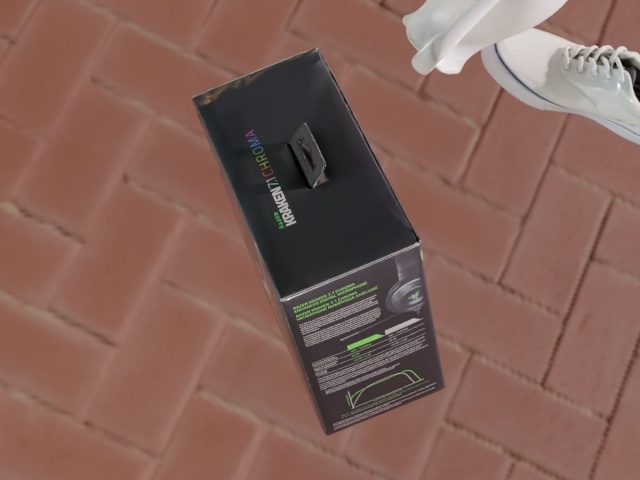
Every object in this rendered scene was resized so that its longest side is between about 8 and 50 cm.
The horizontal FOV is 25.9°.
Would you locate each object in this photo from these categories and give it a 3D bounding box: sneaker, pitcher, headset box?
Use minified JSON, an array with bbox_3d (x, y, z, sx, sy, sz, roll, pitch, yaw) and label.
[{"bbox_3d":[0.306,-0.187,1.549,0.258,0.091,0.094,18,62,-17],"label":"sneaker"},{"bbox_3d":[0.178,-0.256,1.444,0.207,0.178,0.125,-42,100,20],"label":"pitcher"},{"bbox_3d":[0.000,0.000,1.289,0.131,0.283,0.246,-22,55,-4],"label":"headset box"}]
